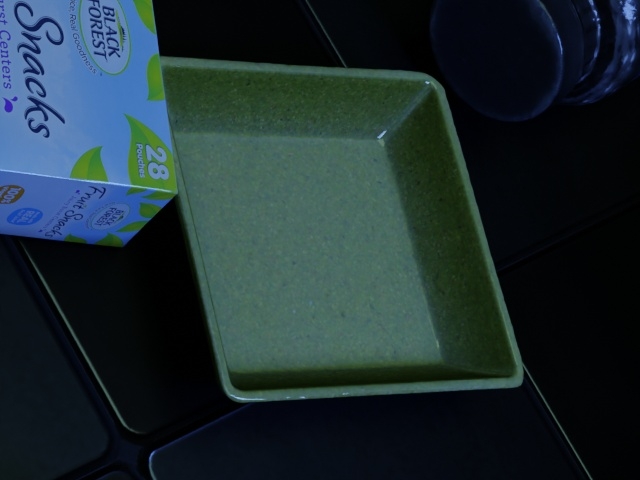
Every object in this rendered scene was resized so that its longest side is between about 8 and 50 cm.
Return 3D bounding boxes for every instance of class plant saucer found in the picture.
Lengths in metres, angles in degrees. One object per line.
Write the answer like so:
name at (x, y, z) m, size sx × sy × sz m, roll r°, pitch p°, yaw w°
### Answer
plant saucer at (0.000, 0.000, 1.012) m, size 0.188 × 0.045 × 0.188 m, roll 0°, pitch 66°, yaw -34°

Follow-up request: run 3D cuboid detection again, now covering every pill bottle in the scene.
pill bottle at (0.166, -0.154, 1.159) m, size 0.219 × 0.123 × 0.123 m, roll -34°, pitch 87°, yaw -41°

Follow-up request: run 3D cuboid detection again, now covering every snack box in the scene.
snack box at (-0.181, -0.096, 0.926) m, size 0.207 × 0.070 × 0.174 m, roll 7°, pitch 61°, yaw -34°
